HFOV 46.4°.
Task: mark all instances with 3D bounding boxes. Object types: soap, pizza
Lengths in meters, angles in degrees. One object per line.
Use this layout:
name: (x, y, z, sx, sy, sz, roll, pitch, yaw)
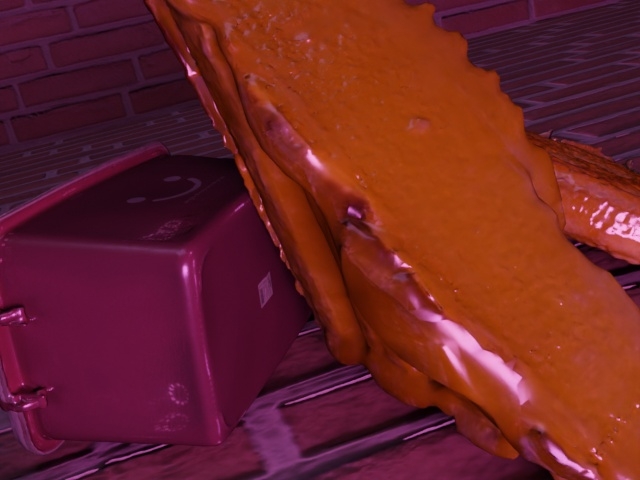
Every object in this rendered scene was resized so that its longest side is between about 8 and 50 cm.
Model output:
soap: (0.060, -0.047, 0.444, 0.169, 0.338, 0.304, -38, 30, -22)
pizza: (0.265, -0.047, 0.739, 0.280, 0.075, 0.288, 33, 24, 31)

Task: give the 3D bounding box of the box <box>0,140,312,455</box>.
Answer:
box: (-0.118, 0.036, 0.619, 0.168, 0.193, 0.294, 3, 22, 17)
